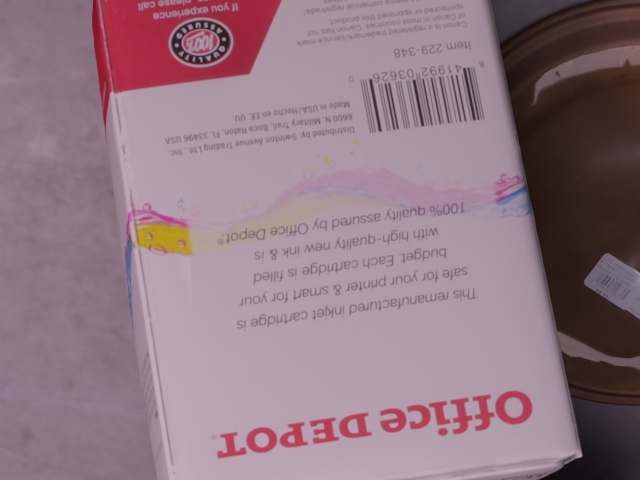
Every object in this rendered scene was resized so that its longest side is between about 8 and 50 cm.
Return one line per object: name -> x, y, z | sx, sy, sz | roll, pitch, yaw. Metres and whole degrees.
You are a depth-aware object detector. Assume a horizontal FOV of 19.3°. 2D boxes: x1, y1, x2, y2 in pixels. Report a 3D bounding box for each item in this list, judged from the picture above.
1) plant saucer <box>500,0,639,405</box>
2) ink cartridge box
plant saucer -> 0.203, -0.016, 1.193 | 0.278, 0.041, 0.278 | 1, 110, 4
ink cartridge box -> 0.000, 0.000, 1.073 | 0.226, 0.131, 0.306 | -7, 77, -9
